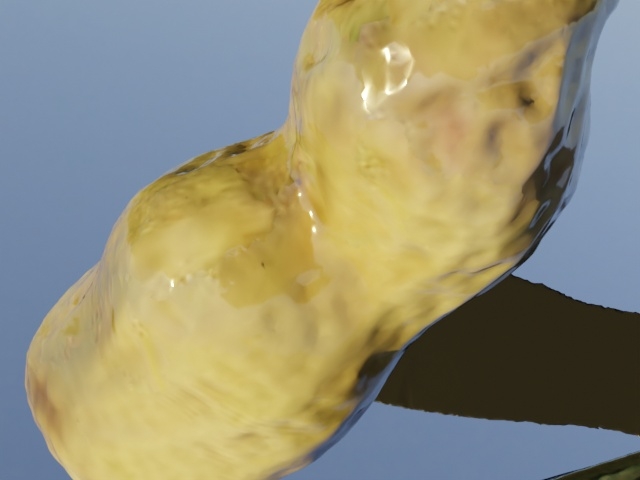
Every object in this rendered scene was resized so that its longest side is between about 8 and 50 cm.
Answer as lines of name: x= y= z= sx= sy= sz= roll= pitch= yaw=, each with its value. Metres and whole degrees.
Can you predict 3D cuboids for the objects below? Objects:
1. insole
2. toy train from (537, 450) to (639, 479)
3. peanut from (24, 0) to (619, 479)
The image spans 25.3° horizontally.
insole: x=0.086 y=0.046 z=0.614 sx=0.253 sy=0.005 sz=0.086 roll=14 pitch=-120 yaw=5
toy train: x=0.116 y=0.101 z=0.425 sx=0.409 sy=0.089 sz=0.086 roll=-10 pitch=-112 yaw=-31
peanut: x=0.000 y=-0.001 z=0.388 sx=0.104 sy=0.228 sz=0.085 roll=2 pitch=-127 yaw=-48
